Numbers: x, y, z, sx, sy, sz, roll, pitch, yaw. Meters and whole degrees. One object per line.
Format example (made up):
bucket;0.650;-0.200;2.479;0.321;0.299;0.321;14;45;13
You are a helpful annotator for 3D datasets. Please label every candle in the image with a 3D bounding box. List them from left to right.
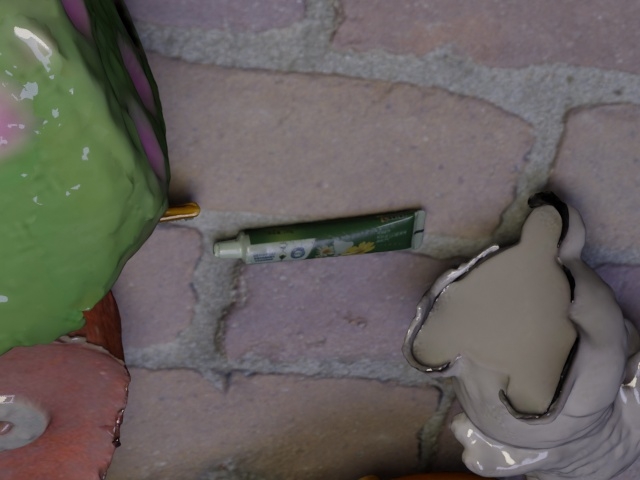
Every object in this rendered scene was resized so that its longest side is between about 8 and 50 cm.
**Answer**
candle;-0.296;0.141;1.515;0.317;0.131;0.287;-27;138;21

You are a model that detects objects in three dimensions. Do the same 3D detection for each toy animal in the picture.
toy animal;0.241;0.136;1.628;0.258;0.194;0.357;-52;143;-2

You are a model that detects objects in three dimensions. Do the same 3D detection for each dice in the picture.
dice;-0.304;-0.114;1.167;0.330;0.322;0.318;-24;131;8

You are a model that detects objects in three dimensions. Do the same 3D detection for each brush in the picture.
brush;-0.150;-0.022;1.360;0.103;0.272;0.013;-10;89;-6

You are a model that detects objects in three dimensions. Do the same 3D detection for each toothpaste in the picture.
toothpaste;0.000;0.000;1.532;0.204;0.031;0.049;-6;132;-12

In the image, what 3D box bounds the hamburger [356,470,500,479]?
hamburger;0.074;0.399;1.691;0.395;0.277;0.396;-14;151;-8
